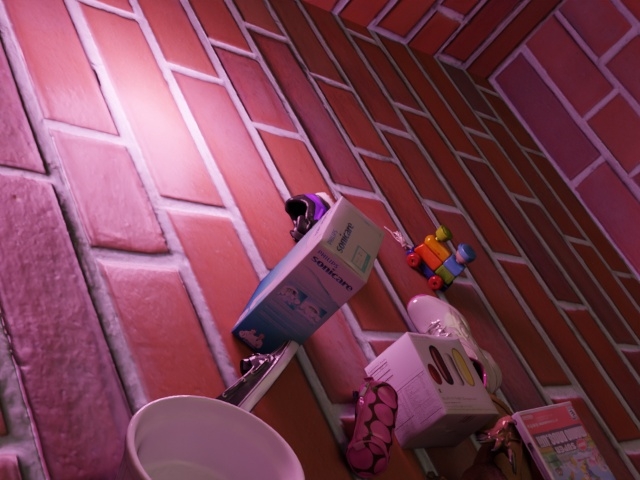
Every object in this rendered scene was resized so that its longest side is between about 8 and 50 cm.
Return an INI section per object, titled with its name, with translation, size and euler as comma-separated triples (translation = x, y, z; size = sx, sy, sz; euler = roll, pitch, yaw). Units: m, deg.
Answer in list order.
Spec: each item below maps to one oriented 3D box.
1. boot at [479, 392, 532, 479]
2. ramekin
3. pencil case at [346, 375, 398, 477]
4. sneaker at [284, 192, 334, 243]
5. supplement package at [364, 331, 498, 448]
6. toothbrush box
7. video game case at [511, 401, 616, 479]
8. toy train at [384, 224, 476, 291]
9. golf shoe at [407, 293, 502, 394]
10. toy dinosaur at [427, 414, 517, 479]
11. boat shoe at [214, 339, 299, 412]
[boot]
translation = 0.406, 0.492, 1.972
size = 0.236, 0.089, 0.269
euler = 38, 31, -10
[ramekin]
translation = -0.173, 0.369, 1.296
size = 0.277, 0.135, 0.277
euler = 21, 22, -9
[pencil case]
translation = 0.101, 0.370, 1.750
size = 0.209, 0.095, 0.098
euler = -75, 150, -60
[sneaker]
translation = -0.001, 0.000, 2.110
size = 0.146, 0.102, 0.293
euler = 3, 43, -44
[supplement package]
translation = 0.243, 0.330, 1.916
size = 0.194, 0.149, 0.203
euler = 11, 44, -44
[toothbrush box]
translation = -0.022, 0.083, 1.760
size = 0.126, 0.295, 0.216
euler = 39, 28, -7
[video game case]
translation = 0.580, 0.514, 2.019
size = 0.204, 0.025, 0.285
euler = -1, 54, -37
[toy train]
translation = 0.303, 0.008, 2.418
size = 0.248, 0.143, 0.105
euler = 47, 29, 6
[golf shoe]
translation = 0.323, 0.256, 2.129
size = 0.306, 0.115, 0.140
euler = 47, 16, 10
[toy dinosaur]
translation = 0.351, 0.506, 1.766
size = 0.127, 0.200, 0.296
euler = 19, 38, -37
[boat shoe]
translation = -0.122, 0.249, 1.623
size = 0.076, 0.080, 0.228
euler = 38, 48, 5
